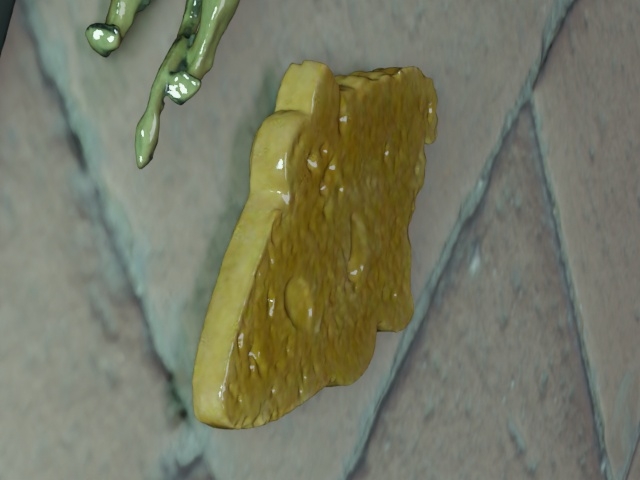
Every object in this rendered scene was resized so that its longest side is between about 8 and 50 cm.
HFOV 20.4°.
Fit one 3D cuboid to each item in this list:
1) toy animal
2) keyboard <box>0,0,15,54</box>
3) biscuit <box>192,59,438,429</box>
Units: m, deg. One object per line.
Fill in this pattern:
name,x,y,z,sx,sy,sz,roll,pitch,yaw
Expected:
toy animal,-0.045,-0.133,0.668,0.086,0.069,0.219,72,29,-75
keyboard,-0.132,-0.053,0.553,0.072,0.023,0.231,36,61,-53
biscuit,0.000,0.000,0.818,0.250,0.035,0.162,-56,136,-47
